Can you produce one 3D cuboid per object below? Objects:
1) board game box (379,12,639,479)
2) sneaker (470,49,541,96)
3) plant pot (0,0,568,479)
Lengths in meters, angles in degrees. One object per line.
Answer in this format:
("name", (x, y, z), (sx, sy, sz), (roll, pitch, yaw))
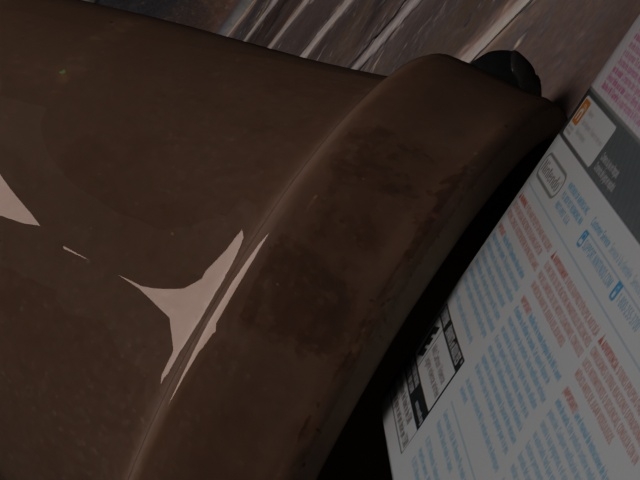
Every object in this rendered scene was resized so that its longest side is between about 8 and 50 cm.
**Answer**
("board game box", (0.140, -0.021, 0.451), (0.303, 0.097, 0.224), (-57, 11, 13))
("sneaker", (0.000, 0.000, 0.965), (0.283, 0.124, 0.107), (-53, 12, 23))
("plant pot", (-0.063, 0.016, 0.696), (0.263, 0.229, 0.263), (-57, -13, -20))
